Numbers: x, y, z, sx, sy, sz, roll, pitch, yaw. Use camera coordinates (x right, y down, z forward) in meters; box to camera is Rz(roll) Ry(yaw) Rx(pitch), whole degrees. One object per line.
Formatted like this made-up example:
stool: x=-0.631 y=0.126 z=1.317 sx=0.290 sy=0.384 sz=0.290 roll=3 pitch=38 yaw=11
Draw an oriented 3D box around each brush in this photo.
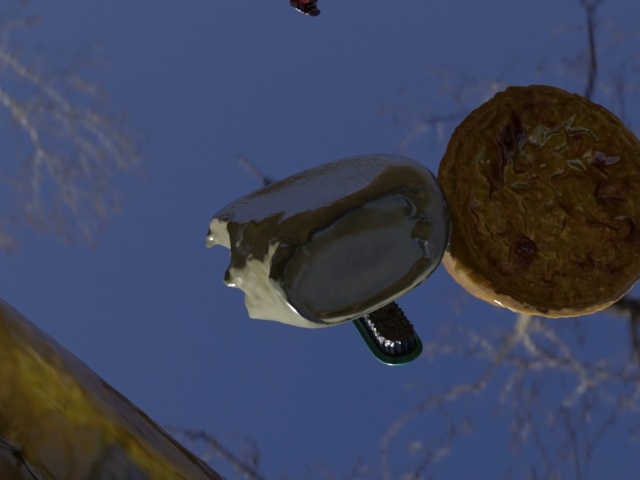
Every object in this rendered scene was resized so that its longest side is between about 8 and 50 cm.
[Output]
brush: x=0.040 y=0.047 z=1.654 sx=0.043 sy=0.032 sz=0.193 roll=-17 pitch=-145 yaw=-12

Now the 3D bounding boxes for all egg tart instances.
egg tart: x=0.178 y=-0.021 z=1.643 sx=0.202 sy=0.147 sz=0.202 roll=3 pitch=-102 yaw=-13

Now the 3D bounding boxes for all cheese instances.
cheese: x=0.000 y=0.000 z=1.392 sx=0.175 sy=0.091 sz=0.202 roll=-27 pitch=-166 yaw=-27

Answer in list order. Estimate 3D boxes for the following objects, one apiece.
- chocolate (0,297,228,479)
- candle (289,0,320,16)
chocolate: x=-0.065 y=0.181 z=0.953 sx=0.162 sy=0.445 sz=0.162 roll=-33 pitch=-145 yaw=27
candle: x=0.046 y=-0.289 z=1.116 sx=0.051 sy=0.329 sz=0.048 roll=16 pitch=-158 yaw=-31
